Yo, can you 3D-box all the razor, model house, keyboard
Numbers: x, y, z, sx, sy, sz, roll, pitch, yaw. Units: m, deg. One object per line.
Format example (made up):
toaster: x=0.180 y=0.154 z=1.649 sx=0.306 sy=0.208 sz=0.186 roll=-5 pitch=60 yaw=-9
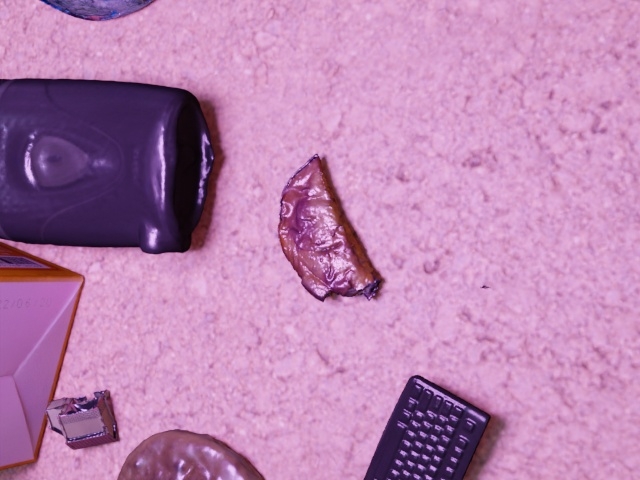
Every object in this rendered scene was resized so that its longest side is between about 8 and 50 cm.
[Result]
razor: x=-0.287 y=-0.090 z=1.174 sx=0.349 sy=0.113 sz=0.204 roll=6 pitch=92 yaw=25
model house: x=-0.293 y=0.223 z=1.207 sx=0.083 sy=0.057 sz=0.058 roll=-15 pitch=108 yaw=7
keyboard: x=0.105 y=0.227 z=1.004 sx=0.104 sy=0.041 sz=0.381 roll=27 pitch=101 yaw=25

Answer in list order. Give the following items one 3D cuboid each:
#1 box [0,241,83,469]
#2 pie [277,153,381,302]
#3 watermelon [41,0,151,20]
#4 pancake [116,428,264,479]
box: x=-0.478 y=0.131 z=1.169 sx=0.214 sy=0.284 sz=0.259 roll=20 pitch=97 yaw=27
pie: x=0.000 y=0.000 z=1.070 sx=0.092 sy=0.034 sz=0.169 roll=-34 pitch=75 yaw=18
watermelon: x=-0.305 y=-0.370 z=1.159 sx=0.322 sy=0.175 sz=0.188 roll=8 pitch=91 yaw=28
pancake: x=-0.154 y=0.337 z=1.128 sx=0.242 sy=0.050 sz=0.241 roll=-1 pitch=87 yaw=28
